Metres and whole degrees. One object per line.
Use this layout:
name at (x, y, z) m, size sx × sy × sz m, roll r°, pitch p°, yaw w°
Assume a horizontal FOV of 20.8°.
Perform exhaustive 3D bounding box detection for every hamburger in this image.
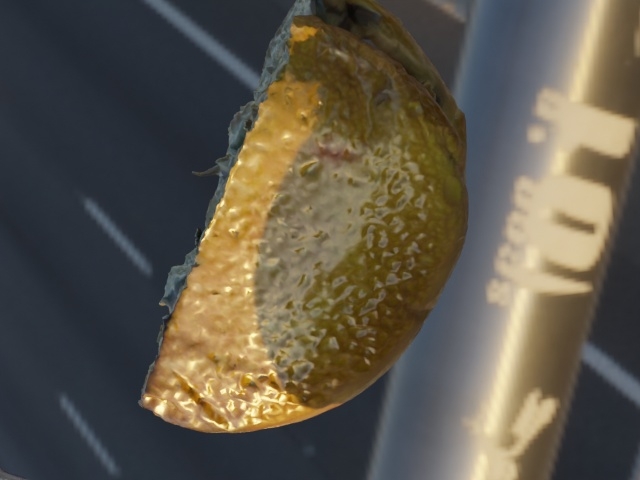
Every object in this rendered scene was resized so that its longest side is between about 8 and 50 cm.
hamburger at (0.000, 0.000, 0.991) m, size 0.144 × 0.156 × 0.283 m, roll -95°, pitch 25°, yaw -60°

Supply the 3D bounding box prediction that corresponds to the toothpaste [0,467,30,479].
toothpaste at (-0.262, 0.089, 0.739) m, size 0.114 × 0.299 × 0.073 m, roll -53°, pitch 21°, yaw 25°
